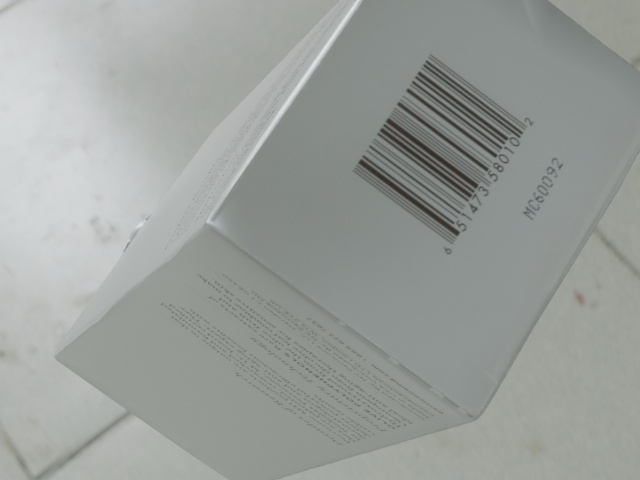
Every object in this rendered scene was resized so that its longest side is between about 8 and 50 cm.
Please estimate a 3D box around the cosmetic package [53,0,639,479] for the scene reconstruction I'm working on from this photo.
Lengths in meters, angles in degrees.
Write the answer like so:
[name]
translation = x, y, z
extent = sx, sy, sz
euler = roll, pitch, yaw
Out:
[cosmetic package]
translation = 0.000, 0.000, 0.952
extent = 0.155, 0.365, 0.197
euler = 36, 70, -7
